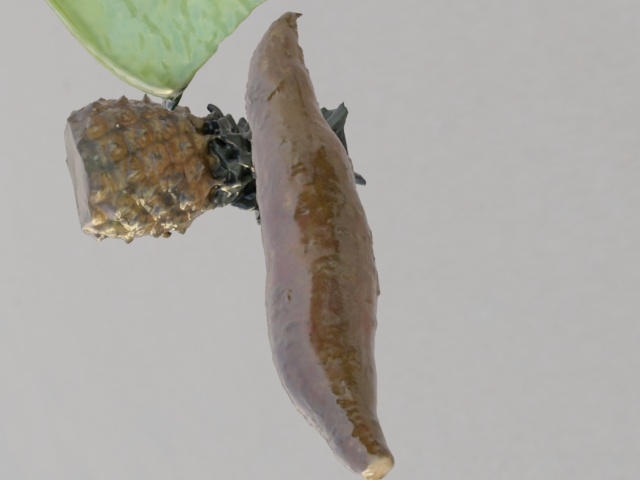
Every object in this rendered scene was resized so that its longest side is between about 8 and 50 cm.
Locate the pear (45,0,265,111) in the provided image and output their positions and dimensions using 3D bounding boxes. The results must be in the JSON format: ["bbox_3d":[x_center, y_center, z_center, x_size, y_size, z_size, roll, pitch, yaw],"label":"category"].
[{"bbox_3d":[-0.066,-0.253,0.762,0.282,0.286,0.176,45,-175,-17],"label":"pear"}]

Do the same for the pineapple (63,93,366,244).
[{"bbox_3d":[-0.089,-0.067,1.454,0.128,0.248,0.128,175,90,-74],"label":"pineapple"}]

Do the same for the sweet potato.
[{"bbox_3d":[0.000,0.000,0.977,0.072,0.066,0.314,31,-138,-45],"label":"sweet potato"}]
